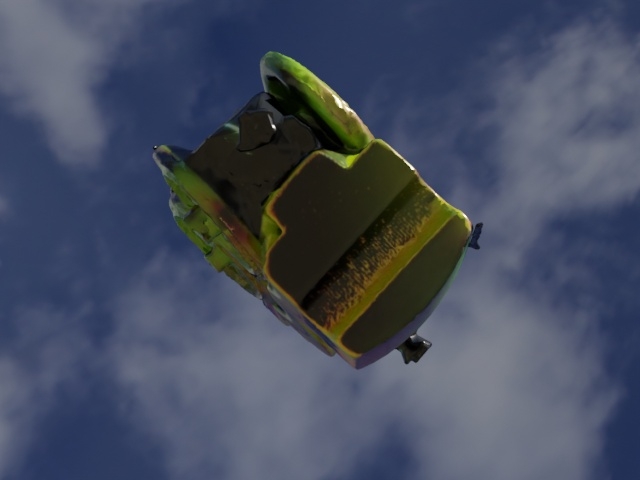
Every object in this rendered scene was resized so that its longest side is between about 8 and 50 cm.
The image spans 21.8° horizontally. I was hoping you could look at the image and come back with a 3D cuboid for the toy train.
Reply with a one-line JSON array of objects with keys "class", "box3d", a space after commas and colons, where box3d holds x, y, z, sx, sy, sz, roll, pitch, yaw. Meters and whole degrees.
[{"class": "toy train", "box3d": [0.000, 0.000, 0.888, 0.160, 0.296, 0.100, 44, -94, 6]}]
